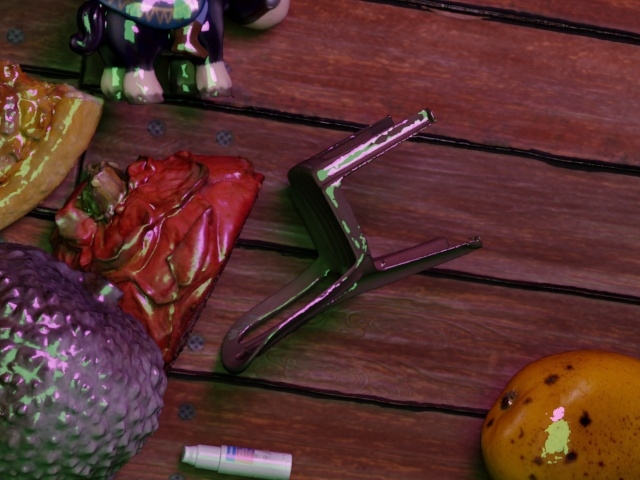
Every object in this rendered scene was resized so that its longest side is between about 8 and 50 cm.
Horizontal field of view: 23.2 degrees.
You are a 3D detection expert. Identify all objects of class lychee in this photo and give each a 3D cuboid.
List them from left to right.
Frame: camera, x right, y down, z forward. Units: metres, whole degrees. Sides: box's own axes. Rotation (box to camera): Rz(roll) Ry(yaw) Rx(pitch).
[{"bbox_3d":[-0.311,0.149,1.650,0.300,0.300,0.300,1,85,-8],"label":"lychee"}]

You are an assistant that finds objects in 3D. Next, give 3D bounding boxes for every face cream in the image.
[{"bbox_3d":[-0.100,0.262,1.851,0.130,0.034,0.034,8,85,-6],"label":"face cream"}]

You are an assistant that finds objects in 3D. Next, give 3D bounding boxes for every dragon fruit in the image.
[{"bbox_3d":[-0.211,0.007,1.798,0.205,0.152,0.317,26,83,-4],"label":"dragon fruit"}]

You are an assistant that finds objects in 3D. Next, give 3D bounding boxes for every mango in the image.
[{"bbox_3d":[0.329,0.225,1.853,0.290,0.160,0.191,-1,77,-12],"label":"mango"}]

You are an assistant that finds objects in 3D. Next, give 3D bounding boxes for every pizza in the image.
[{"bbox_3d":[-0.451,-0.120,1.802,0.408,0.114,0.278,-15,93,-11],"label":"pizza"}]

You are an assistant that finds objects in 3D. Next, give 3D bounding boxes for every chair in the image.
[{"bbox_3d":[0.000,0.000,1.817,0.326,0.175,0.183,-27,98,-15],"label":"chair"}]

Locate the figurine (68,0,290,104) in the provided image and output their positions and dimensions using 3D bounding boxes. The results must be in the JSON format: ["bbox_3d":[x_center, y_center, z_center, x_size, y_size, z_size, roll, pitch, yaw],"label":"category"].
[{"bbox_3d":[-0.192,-0.351,1.785,0.306,0.241,0.412,-34,110,-9],"label":"figurine"}]
